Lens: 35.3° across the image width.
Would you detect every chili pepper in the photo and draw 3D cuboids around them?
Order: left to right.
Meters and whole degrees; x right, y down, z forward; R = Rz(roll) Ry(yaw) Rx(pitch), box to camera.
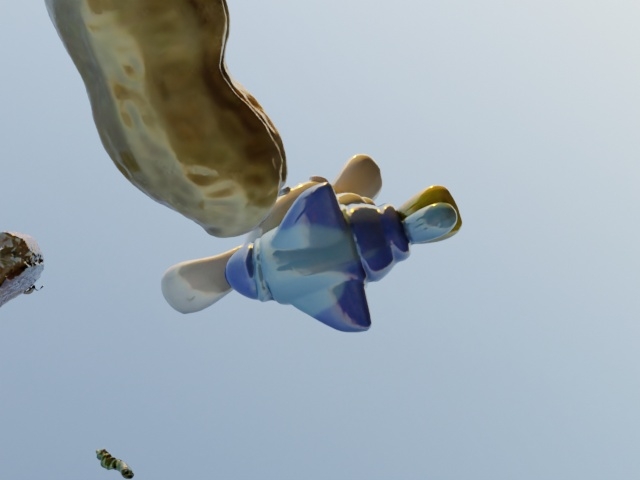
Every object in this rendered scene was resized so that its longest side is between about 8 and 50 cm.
[{"bbox_3d":[-0.266,0.290,1.306,0.027,0.083,0.022,1,-81,-42],"label":"chili pepper"}]

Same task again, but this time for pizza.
[{"bbox_3d":[-0.338,0.058,0.887,0.069,0.226,0.147,54,-172,-1],"label":"pizza"}]

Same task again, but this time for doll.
[{"bbox_3d":[-0.006,-0.006,1.369,0.187,0.365,0.376,46,-105,-24],"label":"doll"}]

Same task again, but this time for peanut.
[{"bbox_3d":[-0.131,-0.142,0.849,0.147,0.147,0.306,-36,-71,-56],"label":"peanut"}]
